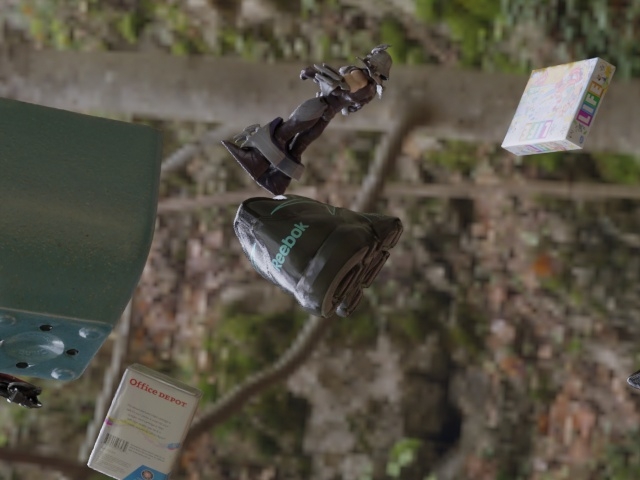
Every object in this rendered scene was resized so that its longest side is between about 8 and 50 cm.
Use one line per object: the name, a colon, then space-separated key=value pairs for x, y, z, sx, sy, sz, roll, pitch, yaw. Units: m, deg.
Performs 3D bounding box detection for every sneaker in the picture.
sneaker: x=0.000 y=0.000 z=1.455 sx=0.101 sy=0.106 sz=0.267 roll=-59 pitch=-9 yaw=2

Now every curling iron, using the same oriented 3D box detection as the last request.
curling iron: x=-0.485 y=0.155 z=2.251 sx=0.068 sy=0.274 sz=0.035 roll=94 pitch=-161 yaw=-83

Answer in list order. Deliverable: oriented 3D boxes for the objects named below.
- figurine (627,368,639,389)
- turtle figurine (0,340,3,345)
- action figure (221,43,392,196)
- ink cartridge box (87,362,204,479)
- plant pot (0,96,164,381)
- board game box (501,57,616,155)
figurine: x=0.422 y=0.112 z=1.644 sx=0.215 sy=0.209 sz=0.092 roll=-179 pitch=73 yaw=-79
turtle figurine: x=-0.402 y=0.149 z=1.707 sx=0.234 sy=0.175 sz=0.118 roll=-22 pitch=-47 yaw=-38
action figure: x=-0.001 y=-0.195 z=2.560 sx=0.285 sy=0.099 sz=0.185 roll=-42 pitch=-21 yaw=1
ink cartridge box: x=-0.193 y=0.209 z=1.934 sx=0.052 sy=0.088 sz=0.122 roll=-33 pitch=-34 yaw=-83
plant pot: x=-0.329 y=0.017 z=2.003 sx=0.247 sy=0.248 sz=0.252 roll=129 pitch=143 yaw=-48
board game box: x=0.273 y=-0.153 z=2.003 sx=0.103 sy=0.026 sz=0.154 roll=-67 pitch=20 yaw=-9
